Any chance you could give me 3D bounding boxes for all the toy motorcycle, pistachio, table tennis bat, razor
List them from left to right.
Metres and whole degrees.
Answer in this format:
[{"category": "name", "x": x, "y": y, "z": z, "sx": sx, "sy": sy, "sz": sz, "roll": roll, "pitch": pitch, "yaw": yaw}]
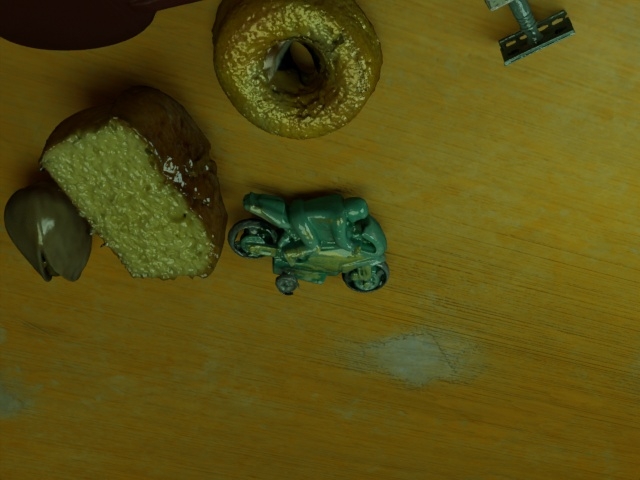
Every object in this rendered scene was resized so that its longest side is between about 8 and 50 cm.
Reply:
[{"category": "pistachio", "x": -0.441, "y": -0.014, "z": 1.523, "sx": 0.126, "sy": 0.152, "sz": 0.223, "roll": -4, "pitch": 153, "yaw": -2}, {"category": "table tennis bat", "x": -0.295, "y": -0.307, "z": 1.240, "sx": 0.310, "sy": 0.038, "sz": 0.200, "roll": -9, "pitch": 169, "yaw": 13}, {"category": "toy motorcycle", "x": -0.002, "y": 0.000, "z": 1.569, "sx": 0.297, "sy": 0.109, "sz": 0.198, "roll": 13, "pitch": 130, "yaw": -15}, {"category": "razor", "x": 0.254, "y": -0.357, "z": 1.267, "sx": 0.106, "sy": 0.068, "sz": 0.232, "roll": -23, "pitch": 124, "yaw": 19}]

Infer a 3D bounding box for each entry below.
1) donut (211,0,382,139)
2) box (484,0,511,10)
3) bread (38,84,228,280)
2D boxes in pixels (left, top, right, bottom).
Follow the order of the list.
[{"category": "donut", "x": -0.036, "y": -0.258, "z": 1.321, "sx": 0.254, "sy": 0.118, "sz": 0.253, "roll": 5, "pitch": 124, "yaw": 8}, {"category": "box", "x": 0.218, "y": -0.460, "z": 1.135, "sx": 0.180, "sy": 0.047, "sz": 0.325, "roll": -23, "pitch": 120, "yaw": 21}, {"category": "bread", "x": -0.263, "y": -0.101, "z": 1.418, "sx": 0.194, "sy": 0.179, "sz": 0.340, "roll": -15, "pitch": 135, "yaw": 16}]
